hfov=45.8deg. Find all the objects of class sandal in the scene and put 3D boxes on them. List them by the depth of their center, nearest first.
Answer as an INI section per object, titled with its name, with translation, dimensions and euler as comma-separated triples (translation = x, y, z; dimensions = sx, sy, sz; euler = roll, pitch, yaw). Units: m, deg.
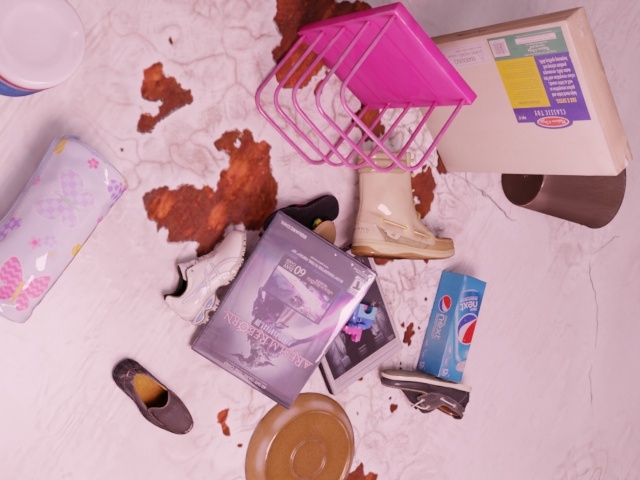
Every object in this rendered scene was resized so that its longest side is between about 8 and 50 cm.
[sandal]
translation = -0.038, -0.037, 1.347
dimensions = 0.179, 0.040, 0.067
euler = -23, 113, -44

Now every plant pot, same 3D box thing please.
[plant pot]
translation = -0.027, 0.400, 1.396
dimensions = 0.236, 0.032, 0.237
euler = -3, 96, -32

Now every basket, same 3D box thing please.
[basket]
translation = 0.514, -0.129, 1.621
dimensions = 0.226, 0.154, 0.205
euler = 1, 93, -29

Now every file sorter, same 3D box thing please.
[file sorter]
translation = 0.057, -0.231, 1.236
dimensions = 0.202, 0.290, 0.182
euler = 42, 75, -28

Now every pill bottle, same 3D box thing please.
[pill bottle]
translation = -0.394, -0.250, 0.984
dimensions = 0.124, 0.221, 0.124
euler = -3, 96, -32

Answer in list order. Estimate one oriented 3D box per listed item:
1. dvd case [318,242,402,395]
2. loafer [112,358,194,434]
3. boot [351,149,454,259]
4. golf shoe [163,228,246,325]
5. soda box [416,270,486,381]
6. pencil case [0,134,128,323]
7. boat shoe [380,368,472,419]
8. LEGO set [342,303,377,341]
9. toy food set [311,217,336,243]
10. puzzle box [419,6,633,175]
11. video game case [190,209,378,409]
[dvd case]
translation = 0.049, 0.143, 1.420
dimensions = 0.179, 0.029, 0.239
euler = -30, 110, -27
[loafer]
translation = -0.261, 0.260, 1.215
dimensions = 0.170, 0.061, 0.062
euler = 47, 69, -27
[boot]
translation = 0.162, -0.065, 1.435
dimensions = 0.261, 0.095, 0.204
euler = 4, 85, -40
[golf shoe]
translation = -0.187, 0.048, 1.241
dimensions = 0.086, 0.069, 0.176
euler = 35, 75, -24
[soda box]
translation = 0.266, 0.173, 1.535
dimensions = 0.067, 0.071, 0.210
euler = 18, 85, -32
[pencil case]
translation = -0.395, -0.016, 1.073
dimensions = 0.124, 0.113, 0.273
euler = 37, 75, -9
[boat shoe]
translation = 0.210, 0.305, 1.506
dimensions = 0.233, 0.084, 0.079
euler = 21, 83, -35
[LEGO set]
translation = 0.011, 0.144, 1.326
dimensions = 0.227, 0.087, 0.093
euler = 16, 85, -31
[toy food set]
translation = 0.000, 0.000, 1.356
dimensions = 0.083, 0.020, 0.083
euler = -60, 150, -3
[puzzle box]
translation = 0.325, -0.243, 1.332
dimensions = 0.052, 0.408, 0.272
euler = -37, 114, -24
[video game case]
translation = -0.061, 0.116, 1.258
dimensions = 0.196, 0.026, 0.274
euler = 33, 94, -4
